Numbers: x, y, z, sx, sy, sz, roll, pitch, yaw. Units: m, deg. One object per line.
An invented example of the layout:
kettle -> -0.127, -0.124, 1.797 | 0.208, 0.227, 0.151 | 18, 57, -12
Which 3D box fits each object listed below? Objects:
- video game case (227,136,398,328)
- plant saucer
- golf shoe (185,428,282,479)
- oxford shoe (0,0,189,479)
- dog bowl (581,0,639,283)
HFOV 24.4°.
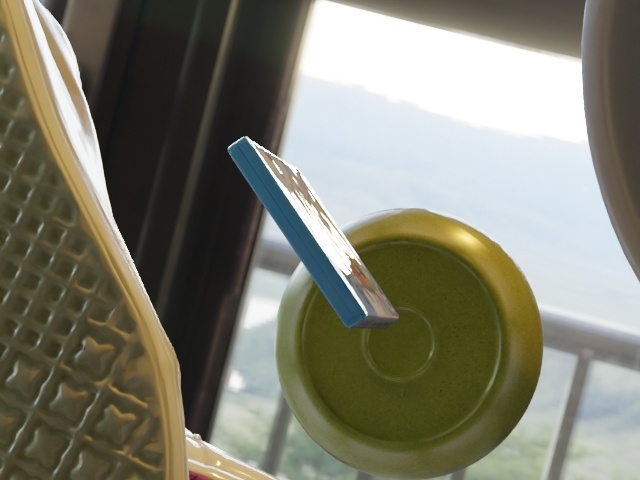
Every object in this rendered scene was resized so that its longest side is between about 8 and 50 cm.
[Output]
video game case -> 0.000, 0.000, 0.873 | 0.119, 0.015, 0.166 | 56, 6, 8
plant saucer -> 0.072, 0.089, 1.293 | 0.241, 0.241, 0.037 | 15, -2, 12
golf shoe -> -0.135, 0.148, 1.043 | 0.306, 0.115, 0.140 | 14, 39, 11
oxford shoe -> -0.159, 0.033, 0.727 | 0.169, 0.449, 0.130 | -16, -12, 0
dog bowl -> 0.221, -0.055, 0.453 | 0.265, 0.265, 0.104 | 16, 19, 36
